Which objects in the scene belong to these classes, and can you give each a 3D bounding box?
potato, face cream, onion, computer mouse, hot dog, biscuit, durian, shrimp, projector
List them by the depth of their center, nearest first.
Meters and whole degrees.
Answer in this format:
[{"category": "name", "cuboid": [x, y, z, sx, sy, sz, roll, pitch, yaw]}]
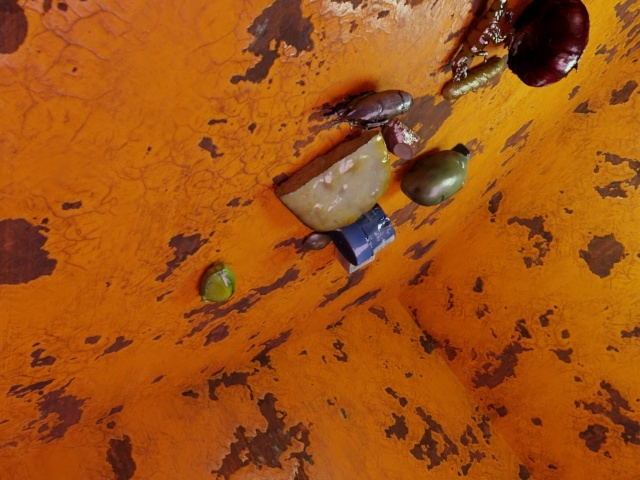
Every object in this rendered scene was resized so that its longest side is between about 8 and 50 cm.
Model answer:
[{"category": "shrimp", "cuboid": [0.136, -0.408, 1.394, 0.342, 0.145, 0.117, -17, 111, -19]}, {"category": "onion", "cuboid": [0.767, -0.698, 1.533, 0.232, 0.314, 0.314, 5, 143, -15]}, {"category": "biscuit", "cuboid": [0.086, -0.209, 1.692, 0.429, 0.104, 0.446, -39, 148, 4]}, {"category": "hot dog", "cuboid": [0.592, -0.622, 1.706, 0.285, 0.061, 0.088, -34, 146, -9]}, {"category": "durian", "cuboid": [-0.413, 0.179, 1.787, 0.139, 0.101, 0.250, 11, 140, -13]}, {"category": "face cream", "cuboid": [0.180, -0.044, 1.993, 0.225, 0.249, 0.249, -34, 158, -13]}, {"category": "potato", "cuboid": [0.538, -0.285, 2.078, 0.326, 0.221, 0.243, -31, 156, -24]}, {"category": "computer mouse", "cuboid": [0.001, 0.001, 2.098, 0.199, 0.045, 0.102, -2, 138, -55]}, {"category": "projector", "cuboid": [0.695, -0.423, 2.210, 0.083, 0.083, 0.082, -38, 157, 6]}]

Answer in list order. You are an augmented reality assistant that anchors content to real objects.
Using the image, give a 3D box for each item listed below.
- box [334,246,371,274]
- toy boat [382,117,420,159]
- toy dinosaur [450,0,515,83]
[{"category": "box", "cuboid": [0.182, 0.028, 2.278, 0.173, 0.145, 0.333, -29, 156, -12]}, {"category": "toy boat", "cuboid": [0.318, -0.389, 1.733, 0.140, 0.099, 0.318, -15, 165, 23]}, {"category": "toy dinosaur", "cuboid": [0.565, -0.713, 1.448, 0.208, 0.097, 0.432, -15, 147, -23]}]
